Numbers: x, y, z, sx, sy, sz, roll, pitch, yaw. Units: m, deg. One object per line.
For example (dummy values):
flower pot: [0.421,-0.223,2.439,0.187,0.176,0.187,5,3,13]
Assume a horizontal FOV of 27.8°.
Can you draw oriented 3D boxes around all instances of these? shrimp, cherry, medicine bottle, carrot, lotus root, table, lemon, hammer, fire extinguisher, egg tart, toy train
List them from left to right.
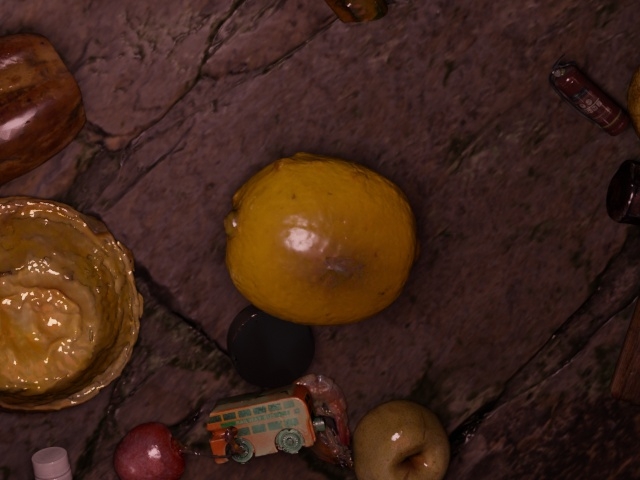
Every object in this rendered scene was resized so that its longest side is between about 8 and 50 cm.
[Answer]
lotus root: [-0.465,-0.159,1.761,0.290,0.193,0.193,-26,111,-5]
egg tart: [-0.420,0.112,1.874,0.345,0.132,0.345,-4,109,-13]
medicine bottle: [-0.411,0.370,1.997,0.057,0.057,0.089,-10,110,-8]
cherry: [-0.225,0.318,1.983,0.225,0.090,0.107,-25,81,20]
toy train: [-0.086,0.284,2.007,0.188,0.072,0.099,-13,98,10]
table: [-0.077,0.160,2.004,0.133,0.043,0.134,-4,108,-11]
lemon: [0.002,0.001,1.861,0.284,0.260,0.261,-17,112,-28]
shrimp: [0.009,0.296,2.069,0.101,0.042,0.190,-33,109,-5]
carrot: [0.020,-0.377,1.829,0.082,0.082,0.173,-36,111,2]
fire extinguisher: [0.405,-0.222,1.979,0.158,0.043,0.064,38,139,-19]
hammer: [0.543,0.080,2.096,0.242,0.095,0.409,7,112,-14]

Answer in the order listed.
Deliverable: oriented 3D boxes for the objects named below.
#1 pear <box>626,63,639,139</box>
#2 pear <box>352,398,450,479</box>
pear: [0.565,-0.205,1.943,0.197,0.197,0.197,-4,109,-11]
pear: [0.126,0.333,2.056,0.167,0.136,0.167,-4,106,-13]
